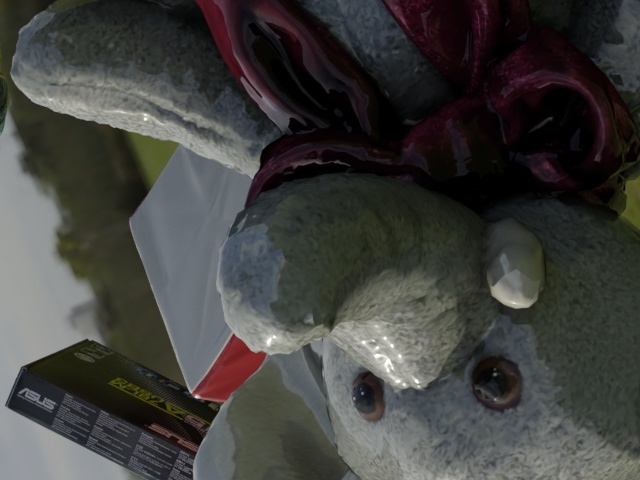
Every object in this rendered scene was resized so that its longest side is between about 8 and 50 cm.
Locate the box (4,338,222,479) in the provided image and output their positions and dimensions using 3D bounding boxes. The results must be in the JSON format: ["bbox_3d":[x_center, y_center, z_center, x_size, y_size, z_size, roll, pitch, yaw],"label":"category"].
[{"bbox_3d":[-0.154,0.153,1.505,0.191,0.045,0.184,26,-174,8],"label":"box"}]

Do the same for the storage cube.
[{"bbox_3d":[0.000,0.000,1.276,0.183,0.193,0.215,-54,42,30],"label":"storage cube"}]

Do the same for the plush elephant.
[{"bbox_3d":[0.033,-0.027,0.539,0.330,0.272,0.255,34,-136,-45],"label":"plush elephant"}]

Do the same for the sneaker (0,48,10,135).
[{"bbox_3d":[-0.403,-0.177,1.941,0.283,0.110,0.122,-130,26,-69],"label":"sneaker"}]
